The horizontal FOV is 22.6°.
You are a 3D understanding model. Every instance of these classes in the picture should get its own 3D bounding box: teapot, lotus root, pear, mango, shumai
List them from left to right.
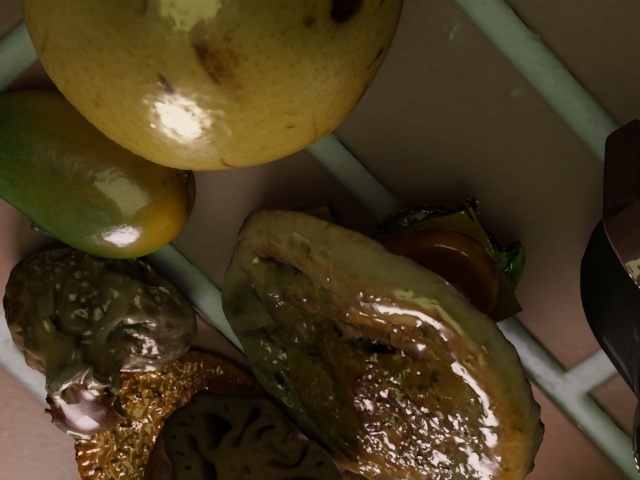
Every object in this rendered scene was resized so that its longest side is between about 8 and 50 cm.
[{"bbox_3d":[-0.246,-0.075,1.609,0.251,0.114,0.156,28,128,3],"label":"mango"},{"bbox_3d":[-0.244,0.106,1.677,0.210,0.153,0.161,18,138,0],"label":"shumai"},{"bbox_3d":[-0.092,-0.229,1.382,0.348,0.348,0.348,2,119,4],"label":"pear"},{"bbox_3d":[-0.092,0.287,1.707,0.199,0.188,0.180,2,139,-20],"label":"lotus root"},{"bbox_3d":[0.380,0.066,1.479,0.306,0.361,0.376,-32,111,21],"label":"teapot"}]

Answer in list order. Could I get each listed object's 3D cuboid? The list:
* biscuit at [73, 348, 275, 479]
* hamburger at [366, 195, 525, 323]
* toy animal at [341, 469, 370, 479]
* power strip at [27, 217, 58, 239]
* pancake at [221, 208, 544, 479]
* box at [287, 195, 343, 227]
[{"bbox_3d":[-0.153,0.237,1.790,0.254,0.035,0.254,1,109,3],"label":"biscuit"},{"bbox_3d":[0.118,0.030,1.638,0.190,0.093,0.164,-9,120,12],"label":"hamburger"},{"bbox_3d":[0.071,0.267,1.792,0.086,0.069,0.219,34,113,10],"label":"toy animal"},{"bbox_3d":[-0.251,-0.017,1.688,0.136,0.019,0.051,20,121,-6],"label":"power strip"},{"bbox_3d":[0.050,0.126,1.609,0.387,0.082,0.387,27,142,24],"label":"pancake"},{"bbox_3d":[0.000,0.000,1.671,0.053,0.024,0.083,-18,114,14],"label":"box"}]
